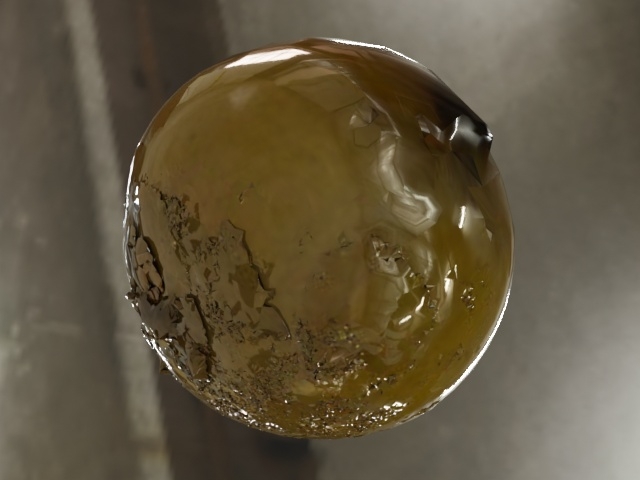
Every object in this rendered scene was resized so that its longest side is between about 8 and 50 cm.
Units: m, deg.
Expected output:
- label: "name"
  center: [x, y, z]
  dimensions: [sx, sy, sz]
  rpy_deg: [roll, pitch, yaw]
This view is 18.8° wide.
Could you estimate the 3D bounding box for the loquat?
- label: "loquat"
  center: [0.000, 0.000, 1.096]
  dimensions: [0.235, 0.235, 0.235]
  rpy_deg: [-21, -116, 49]
